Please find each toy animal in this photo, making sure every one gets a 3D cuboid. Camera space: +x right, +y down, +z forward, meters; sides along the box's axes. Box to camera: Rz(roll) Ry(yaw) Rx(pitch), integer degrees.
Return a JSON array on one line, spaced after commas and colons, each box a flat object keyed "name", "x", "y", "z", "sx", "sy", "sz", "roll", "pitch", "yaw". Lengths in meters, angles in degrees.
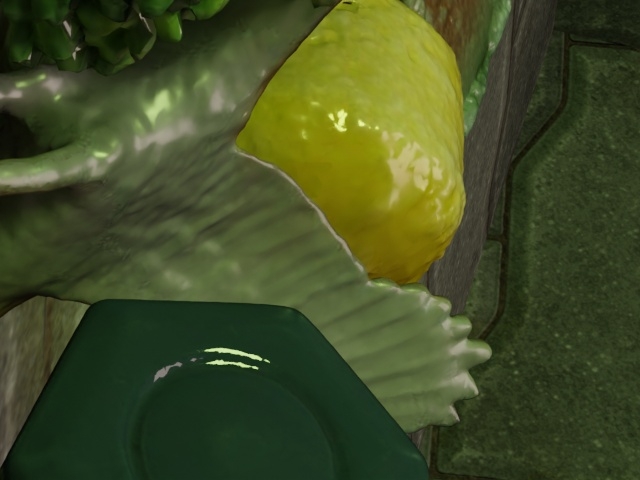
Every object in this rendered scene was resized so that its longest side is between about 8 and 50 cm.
[{"name": "toy animal", "x": -0.031, "y": -0.053, "z": 0.683, "sx": 0.302, "sy": 0.225, "sz": 0.284, "roll": -16, "pitch": 151, "yaw": -46}]

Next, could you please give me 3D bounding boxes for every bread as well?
[{"name": "bread", "x": -0.018, "y": -0.044, "z": 0.977, "sx": 0.197, "sy": 0.197, "sz": 0.170, "roll": 90, "pitch": 6, "yaw": -52}]

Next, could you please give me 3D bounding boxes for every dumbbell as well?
[{"name": "dumbbell", "x": -0.082, "y": 0.157, "z": 0.733, "sx": 0.143, "sy": 0.156, "sz": 0.316, "roll": -28, "pitch": 161, "yaw": -36}]

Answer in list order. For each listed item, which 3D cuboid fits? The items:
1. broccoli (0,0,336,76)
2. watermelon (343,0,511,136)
[{"name": "broccoli", "x": 0.005, "y": -0.243, "z": 0.543, "sx": 0.317, "sy": 0.277, "sz": 0.338, "roll": -71, "pitch": 172, "yaw": -54}, {"name": "watermelon", "x": 0.063, "y": -0.215, "z": 1.239, "sx": 0.302, "sy": 0.151, "sz": 0.264, "roll": 75, "pitch": 31, "yaw": -70}]
